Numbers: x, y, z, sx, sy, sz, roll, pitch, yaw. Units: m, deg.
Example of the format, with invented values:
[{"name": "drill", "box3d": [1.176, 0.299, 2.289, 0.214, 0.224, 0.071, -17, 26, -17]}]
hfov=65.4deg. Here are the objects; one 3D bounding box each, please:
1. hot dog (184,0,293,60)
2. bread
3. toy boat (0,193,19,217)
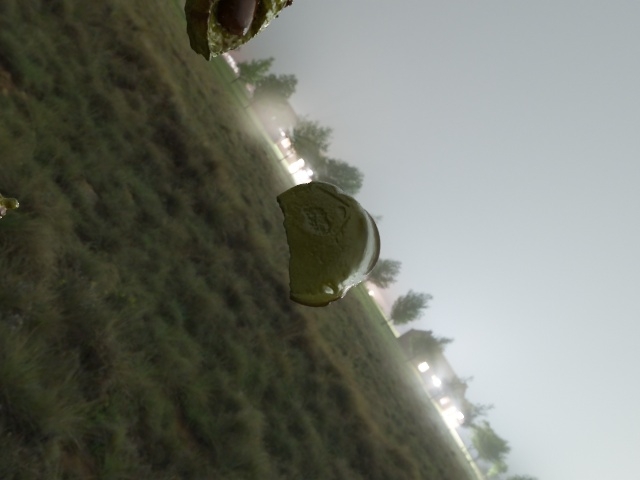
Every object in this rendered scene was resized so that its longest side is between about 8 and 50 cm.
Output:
[{"name": "hot dog", "box3d": [-0.072, -0.324, 0.557, 0.123, 0.261, 0.093, 3, 21, -46]}, {"name": "bread", "box3d": [0.010, 0.001, 0.627, 0.086, 0.125, 0.156, 46, 38, -69]}, {"name": "toy boat", "box3d": [-0.566, -0.130, 0.764, 0.318, 0.099, 0.141, 46, -32, 27]}]
